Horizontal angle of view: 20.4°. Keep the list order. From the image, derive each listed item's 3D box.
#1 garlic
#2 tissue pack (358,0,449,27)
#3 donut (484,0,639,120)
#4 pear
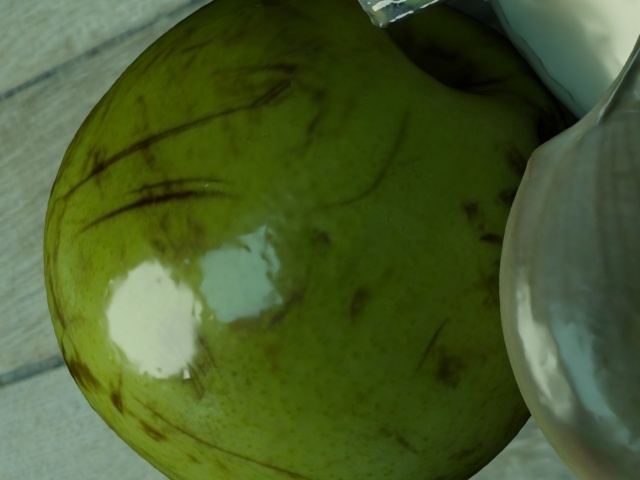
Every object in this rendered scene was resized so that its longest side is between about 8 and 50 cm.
[{"bbox_3d":[0.138,0.017,0.738,0.266,0.148,0.128,54,169,-8],"label":"garlic"},{"bbox_3d":[0.087,-0.140,0.670,0.148,0.109,0.060,-18,104,47],"label":"tissue pack"},{"bbox_3d":[0.213,-0.183,0.714,0.383,0.142,0.382,24,130,32],"label":"donut"},{"bbox_3d":[0.000,0.000,0.879,0.284,0.284,0.283,11,109,34],"label":"pear"}]
